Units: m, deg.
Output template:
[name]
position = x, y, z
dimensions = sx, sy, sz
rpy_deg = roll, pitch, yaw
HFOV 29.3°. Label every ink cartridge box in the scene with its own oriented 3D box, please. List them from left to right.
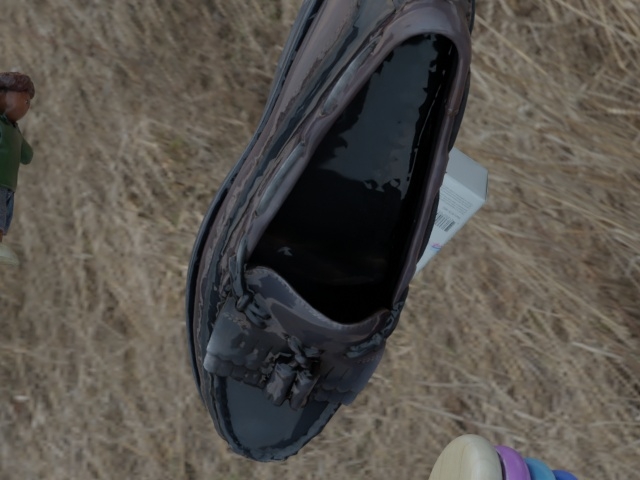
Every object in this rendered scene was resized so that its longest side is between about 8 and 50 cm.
[ink cartridge box]
position = 0.096, -0.041, 1.459
dimensions = 0.127, 0.072, 0.175
rpy_deg = 33, 124, -13

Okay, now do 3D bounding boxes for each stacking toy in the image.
[stacking toy]
position = 0.278, 0.309, 1.275
dimensions = 0.141, 0.330, 0.141
rpy_deg = -162, 90, -77

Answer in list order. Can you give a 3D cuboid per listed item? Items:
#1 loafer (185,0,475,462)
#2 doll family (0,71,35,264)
[loafer]
position = 0.000, 0.000, 0.604
dimensions = 0.095, 0.109, 0.303
rpy_deg = -102, 27, -59
[doll family]
position = -0.172, -0.057, 0.526
dimensions = 0.076, 0.193, 0.111
rpy_deg = 5, 81, -4
